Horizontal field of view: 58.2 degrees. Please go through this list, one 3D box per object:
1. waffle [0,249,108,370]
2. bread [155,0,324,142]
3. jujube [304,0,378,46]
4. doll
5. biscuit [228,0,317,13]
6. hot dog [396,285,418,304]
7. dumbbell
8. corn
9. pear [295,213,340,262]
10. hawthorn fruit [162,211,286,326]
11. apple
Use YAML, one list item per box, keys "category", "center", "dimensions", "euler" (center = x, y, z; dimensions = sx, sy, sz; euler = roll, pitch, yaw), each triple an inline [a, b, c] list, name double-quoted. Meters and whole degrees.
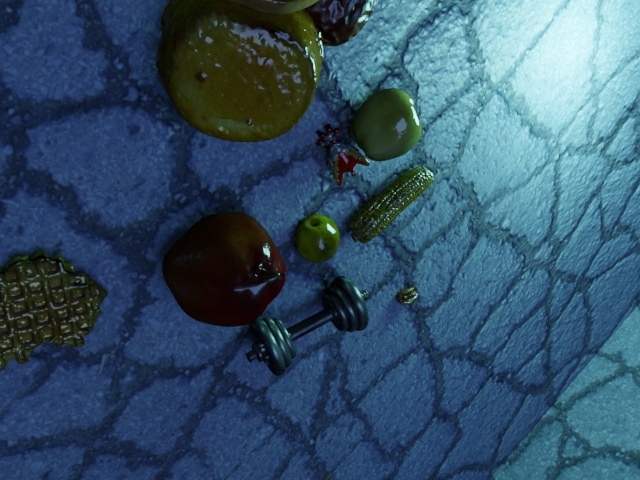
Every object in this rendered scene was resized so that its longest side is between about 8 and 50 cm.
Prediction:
- category: "waffle"
  center: [-0.663, 0.166, 1.342]
  dimensions: [0.301, 0.058, 0.281]
  euler: [-34, 124, -12]
- category: "bread"
  center: [-0.176, -0.376, 1.237]
  dimensions: [0.358, 0.204, 0.336]
  euler: [13, 120, -13]
- category: "jujube"
  center: [0.060, -0.610, 1.335]
  dimensions: [0.216, 0.216, 0.342]
  euler: [42, 79, -37]
- category: "doll"
  center: [0.051, -0.243, 1.585]
  dimensions: [0.109, 0.057, 0.169]
  euler: [-35, 112, 5]
- category: "biscuit"
  center: [-0.111, -0.617, 1.168]
  dimensions: [0.312, 0.057, 0.351]
  euler: [-19, 80, -23]
- category: "hot dog"
  center: [0.295, 0.185, 1.939]
  dimensions: [0.083, 0.035, 0.058]
  euler: [-21, 117, -22]
- category: "dumbbell"
  center: [-0.032, 0.247, 1.683]
  dimensions: [0.406, 0.179, 0.179]
  euler: [-26, 123, -19]
- category: "corn"
  center: [0.209, -0.110, 1.715]
  dimensions: [0.320, 0.097, 0.097]
  euler: [-41, 126, -11]
- category: "pear"
  center: [0.000, 0.000, 1.637]
  dimensions: [0.141, 0.104, 0.141]
  euler: [-16, 123, -26]
- category: "hawthorn fruit"
  center: [-0.231, 0.081, 1.412]
  dimensions: [0.295, 0.311, 0.295]
  euler: [-9, 123, -14]
- category: "apple"
  center: [0.180, -0.309, 1.548]
  dimensions: [0.200, 0.200, 0.200]
  euler: [-13, 118, -26]
